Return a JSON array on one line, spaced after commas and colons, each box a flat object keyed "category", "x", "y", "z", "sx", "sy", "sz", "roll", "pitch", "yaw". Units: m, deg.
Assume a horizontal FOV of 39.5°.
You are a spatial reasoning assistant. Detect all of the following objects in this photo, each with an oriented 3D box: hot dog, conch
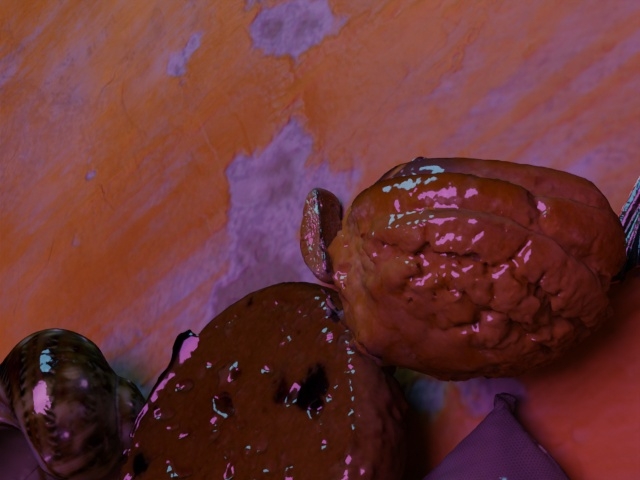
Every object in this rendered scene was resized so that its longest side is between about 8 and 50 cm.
[{"category": "hot dog", "x": 0.000, "y": 0.000, "z": 0.745, "sx": 0.034, "sy": 0.030, "sz": 0.090, "roll": -33, "pitch": 51, "yaw": 36}, {"category": "conch", "x": -0.242, "y": 0.172, "z": 0.817, "sx": 0.181, "sy": 0.124, "sz": 0.187, "roll": 10, "pitch": 100, "yaw": 34}]

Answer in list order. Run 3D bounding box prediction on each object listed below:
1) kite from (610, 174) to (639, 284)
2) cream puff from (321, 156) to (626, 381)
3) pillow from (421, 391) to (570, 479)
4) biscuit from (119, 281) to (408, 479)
[{"category": "kite", "x": 0.266, "y": -0.038, "z": 0.543, "sx": 0.241, "sy": 0.014, "sz": 0.183, "roll": -19, "pitch": 60, "yaw": 32}, {"category": "cream puff", "x": 0.091, "y": 0.023, "z": 0.555, "sx": 0.189, "sy": 0.189, "sz": 0.129, "roll": -5, "pitch": 72, "yaw": 39}, {"category": "pillow", "x": 0.068, "y": 0.224, "z": 0.561, "sx": 0.255, "sy": 0.059, "sz": 0.169, "roll": -48, "pitch": 44, "yaw": 15}, {"category": "biscuit", "x": -0.048, "y": 0.166, "z": 0.658, "sx": 0.296, "sy": 0.075, "sz": 0.296, "roll": -30, "pitch": 42, "yaw": 32}]
